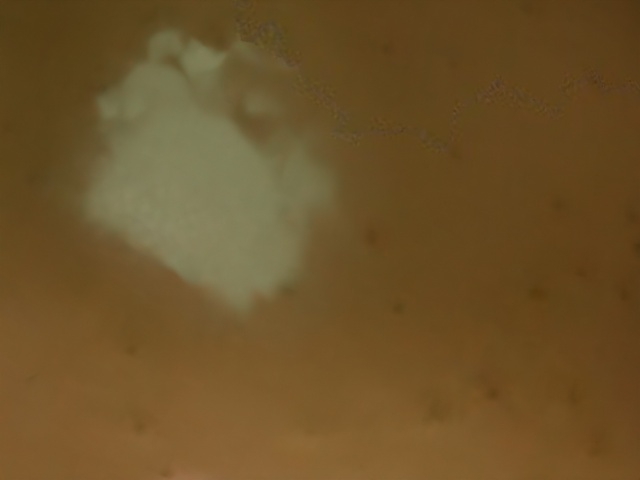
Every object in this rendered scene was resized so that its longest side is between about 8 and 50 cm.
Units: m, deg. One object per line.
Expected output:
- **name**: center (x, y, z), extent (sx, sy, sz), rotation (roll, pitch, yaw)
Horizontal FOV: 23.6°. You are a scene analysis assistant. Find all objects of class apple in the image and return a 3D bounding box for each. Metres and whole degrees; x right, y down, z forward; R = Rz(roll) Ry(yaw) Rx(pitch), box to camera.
- **apple**: center (0.000, 0.000, 0.690), extent (0.473, 0.473, 0.474), rotation (-1, 86, 7)
